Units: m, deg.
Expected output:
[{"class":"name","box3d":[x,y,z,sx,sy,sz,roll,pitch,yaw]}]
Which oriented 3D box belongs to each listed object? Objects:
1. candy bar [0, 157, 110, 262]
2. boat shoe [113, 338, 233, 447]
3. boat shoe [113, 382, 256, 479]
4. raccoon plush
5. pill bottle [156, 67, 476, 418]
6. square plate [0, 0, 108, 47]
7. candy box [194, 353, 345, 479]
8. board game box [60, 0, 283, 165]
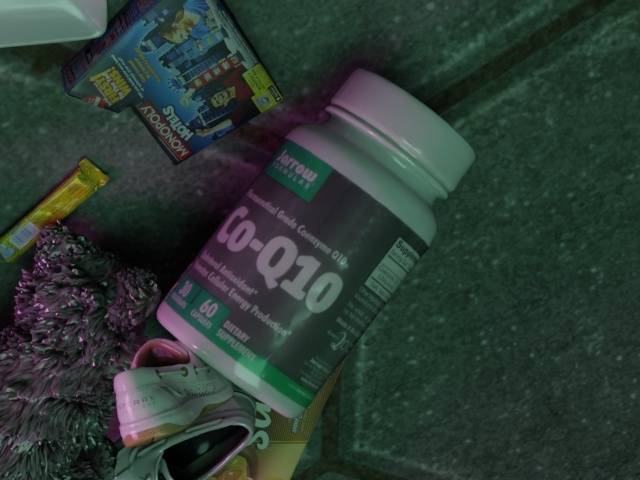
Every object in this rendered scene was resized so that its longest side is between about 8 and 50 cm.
[{"class":"candy bar","box3d":[-0.313,-0.031,1.715,0.161,0.018,0.040,-39,120,11]},{"class":"boat shoe","box3d":[-0.164,0.152,1.658,0.098,0.277,0.096,-19,91,7]},{"class":"boat shoe","box3d":[-0.186,0.267,1.800,0.258,0.084,0.095,-40,117,15]},{"class":"raccoon plush","box3d":[-0.316,0.189,1.633,0.216,0.446,0.299,22,121,-2]},{"class":"pill bottle","box3d":[0.000,0.000,1.672,0.204,0.204,0.361,38,87,-32]},{"class":"square plate","box3d":[-0.379,-0.328,1.448,0.347,0.049,0.344,-8,136,-17]},{"class":"candy box","box3d":[-0.107,0.218,1.887,0.183,0.087,0.316,13,117,-20]},{"class":"board game box","box3d":[-0.173,-0.186,1.633,0.194,0.060,0.194,-30,125,5]}]
